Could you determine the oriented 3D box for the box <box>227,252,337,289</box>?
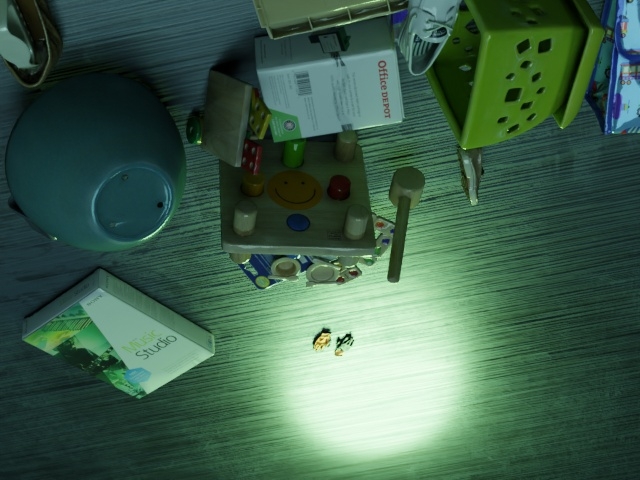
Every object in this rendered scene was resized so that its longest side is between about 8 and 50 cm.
[{"bbox_3d":[-0.047,0.004,2.060,0.225,0.036,0.136,-23,132,14],"label":"box"}]

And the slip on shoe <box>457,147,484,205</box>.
[{"bbox_3d":[0.278,-0.118,2.029,0.041,0.051,0.135,-20,132,-2],"label":"slip on shoe"}]

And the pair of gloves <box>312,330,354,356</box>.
[{"bbox_3d":[0.028,0.223,2.406,0.083,0.010,0.074,11,136,-19],"label":"pair of gloves"}]

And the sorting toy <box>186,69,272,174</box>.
[{"bbox_3d":[-0.134,-0.194,1.789,0.046,0.274,0.132,-1,107,-31],"label":"sorting toy"}]

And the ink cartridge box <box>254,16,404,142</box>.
[{"bbox_3d":[0.016,-0.258,1.802,0.220,0.092,0.160,-9,139,2],"label":"ink cartridge box"}]

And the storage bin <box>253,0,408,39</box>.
[{"bbox_3d":[0.015,-0.438,1.580,0.262,0.123,0.260,-12,139,6],"label":"storage bin"}]

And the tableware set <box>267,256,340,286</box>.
[{"bbox_3d":[-0.018,0.028,2.047,0.141,0.020,0.168,9,132,-15],"label":"tableware set"}]

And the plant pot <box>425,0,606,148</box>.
[{"bbox_3d":[0.292,-0.298,1.699,0.207,0.228,0.227,-6,138,-12],"label":"plant pot"}]

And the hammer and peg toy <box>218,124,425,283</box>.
[{"bbox_3d":[0.011,-0.071,1.882,0.362,0.265,0.127,3,138,-8],"label":"hammer and peg toy"}]

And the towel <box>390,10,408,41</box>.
[{"bbox_3d":[0.142,-0.351,1.776,0.060,0.009,0.083,-3,139,-2],"label":"towel"}]

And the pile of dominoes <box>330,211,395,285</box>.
[{"bbox_3d":[0.000,0.000,2.097,0.251,0.040,0.196,25,127,-17],"label":"pile of dominoes"}]

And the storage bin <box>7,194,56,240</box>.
[{"bbox_3d":[-0.453,-0.068,1.929,0.098,0.135,0.091,27,156,20],"label":"storage bin"}]

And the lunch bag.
[{"bbox_3d":[0.562,-0.329,1.789,0.221,0.138,0.293,-3,126,-2],"label":"lunch bag"}]

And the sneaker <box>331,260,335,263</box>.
[{"bbox_3d":[0.007,0.017,2.160,0.037,0.032,0.083,-8,129,11],"label":"sneaker"}]

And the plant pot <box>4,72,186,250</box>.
[{"bbox_3d":[-0.329,-0.098,1.775,0.290,0.195,0.290,-15,122,-25],"label":"plant pot"}]

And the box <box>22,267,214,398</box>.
[{"bbox_3d":[-0.409,0.198,2.289,0.232,0.058,0.322,-32,131,26],"label":"box"}]

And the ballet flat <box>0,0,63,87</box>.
[{"bbox_3d":[-0.461,-0.356,1.610,0.116,0.124,0.342,-9,138,2],"label":"ballet flat"}]

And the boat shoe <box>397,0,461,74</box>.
[{"bbox_3d":[0.165,-0.317,1.595,0.083,0.075,0.226,-7,158,-7],"label":"boat shoe"}]
